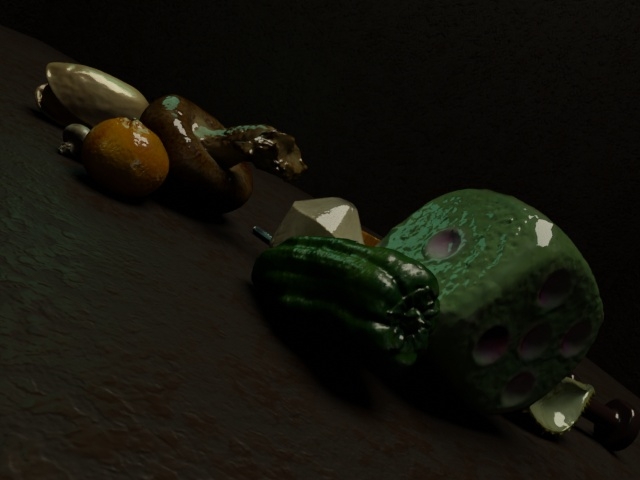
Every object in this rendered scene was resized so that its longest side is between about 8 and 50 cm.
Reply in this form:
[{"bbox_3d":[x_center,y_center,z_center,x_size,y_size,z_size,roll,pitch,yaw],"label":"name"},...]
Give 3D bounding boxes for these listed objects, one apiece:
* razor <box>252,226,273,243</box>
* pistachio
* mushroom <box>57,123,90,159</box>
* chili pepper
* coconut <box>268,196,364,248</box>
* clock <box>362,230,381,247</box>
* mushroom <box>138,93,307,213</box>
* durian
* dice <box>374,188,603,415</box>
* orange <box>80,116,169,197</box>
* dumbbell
[{"bbox_3d":[-0.109,0.015,1.374,0.190,0.033,0.066,31,-36,21],"label":"razor"},{"bbox_3d":[-0.606,-0.360,1.403,0.299,0.187,0.187,15,17,-41],"label":"pistachio"},{"bbox_3d":[-0.536,-0.210,1.129,0.085,0.085,0.079,32,43,9],"label":"mushroom"},{"bbox_3d":[0.018,0.103,0.856,0.168,0.213,0.385,-29,22,-29],"label":"chili pepper"},{"bbox_3d":[0.000,0.000,1.178,0.202,0.222,0.202,34,5,-3],"label":"coconut"},{"bbox_3d":[0.124,0.073,1.389,0.235,0.166,0.309,28,2,-16],"label":"clock"},{"bbox_3d":[-0.272,-0.235,1.263,0.331,0.356,0.334,13,45,-41],"label":"mushroom"},{"bbox_3d":[0.503,0.349,1.153,0.252,0.139,0.144,27,5,-16],"label":"durian"},{"bbox_3d":[0.305,0.116,1.000,0.330,0.318,0.322,52,-4,-33],"label":"dice"},{"bbox_3d":[-0.403,-0.172,1.071,0.178,0.155,0.177,42,10,-9],"label":"orange"},{"bbox_3d":[0.695,0.435,1.339,0.226,0.124,0.140,30,9,0],"label":"dumbbell"}]
